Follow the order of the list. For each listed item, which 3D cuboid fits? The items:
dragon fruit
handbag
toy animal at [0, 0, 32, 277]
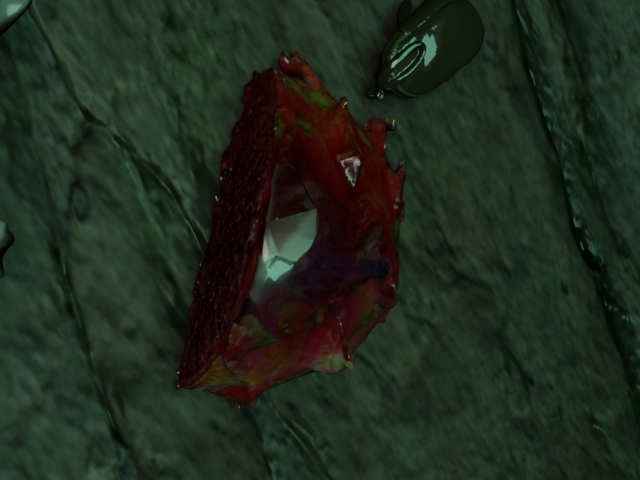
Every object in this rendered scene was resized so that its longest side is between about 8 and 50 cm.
[{"bbox_3d":[0.009,0.002,0.698,0.161,0.126,0.274,15,87,-25],"label":"dragon fruit"},{"bbox_3d":[0.080,-0.152,0.766,0.111,0.047,0.072,-45,115,-17],"label":"handbag"},{"bbox_3d":[-0.274,-0.121,0.495,0.251,0.251,0.309,-2,90,-26],"label":"toy animal"}]
